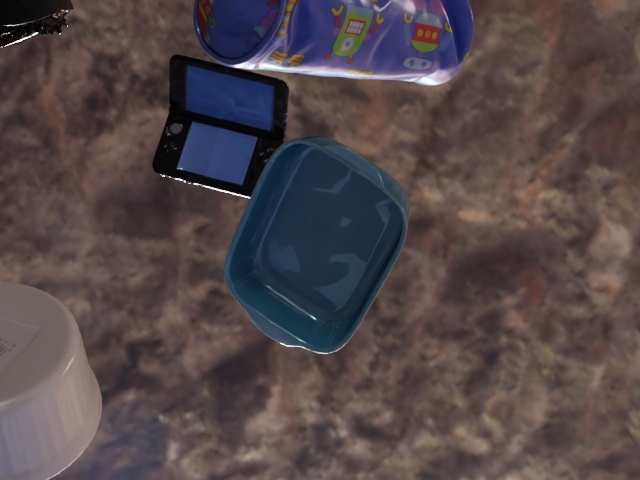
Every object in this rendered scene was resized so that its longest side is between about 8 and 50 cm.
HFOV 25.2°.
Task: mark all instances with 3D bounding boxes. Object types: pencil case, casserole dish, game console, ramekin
[{"bbox_3d":[0.025,-0.222,1.393,0.306,0.119,0.133,-3,-53,-45],"label":"pencil case"},{"bbox_3d":[0.000,0.000,1.034,0.037,0.114,0.188,-48,-12,-49],"label":"casserole dish"},{"bbox_3d":[-0.116,-0.127,1.634,0.144,0.124,0.085,15,-14,9],"label":"game console"},{"bbox_3d":[-0.420,0.176,1.804,0.277,0.277,0.135,-15,-48,-18],"label":"ramekin"}]

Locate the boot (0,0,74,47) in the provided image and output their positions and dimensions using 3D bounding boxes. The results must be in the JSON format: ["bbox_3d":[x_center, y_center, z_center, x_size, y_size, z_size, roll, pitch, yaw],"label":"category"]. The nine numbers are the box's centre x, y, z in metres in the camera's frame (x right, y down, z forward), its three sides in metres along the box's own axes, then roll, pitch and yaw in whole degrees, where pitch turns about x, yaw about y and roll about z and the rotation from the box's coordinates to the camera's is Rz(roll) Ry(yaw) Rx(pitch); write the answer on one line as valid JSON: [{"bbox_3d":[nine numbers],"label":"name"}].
[{"bbox_3d":[-0.294,-0.199,0.893,0.246,0.094,0.207,-13,-82,-6],"label":"boot"}]
